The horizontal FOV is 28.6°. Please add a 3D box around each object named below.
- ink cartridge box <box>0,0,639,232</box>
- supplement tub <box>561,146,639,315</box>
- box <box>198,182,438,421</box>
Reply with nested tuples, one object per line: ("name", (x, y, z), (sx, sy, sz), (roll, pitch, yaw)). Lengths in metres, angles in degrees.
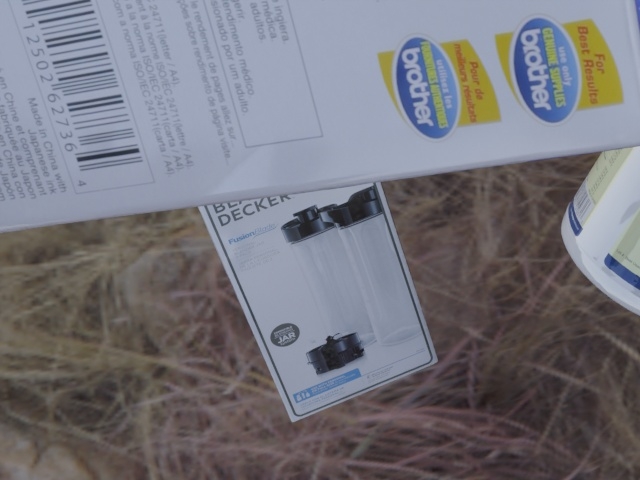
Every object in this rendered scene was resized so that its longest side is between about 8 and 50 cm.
("ink cartridge box", (-0.012, -0.109, 0.399), (0.311, 0.065, 0.185), (-6, 116, 21))
("supplement tub", (0.446, -0.083, 1.418), (0.235, 0.235, 0.324), (44, 125, 26))
("box", (-0.007, 0.021, 1.218), (0.087, 0.169, 0.289), (-116, 6, -56))
